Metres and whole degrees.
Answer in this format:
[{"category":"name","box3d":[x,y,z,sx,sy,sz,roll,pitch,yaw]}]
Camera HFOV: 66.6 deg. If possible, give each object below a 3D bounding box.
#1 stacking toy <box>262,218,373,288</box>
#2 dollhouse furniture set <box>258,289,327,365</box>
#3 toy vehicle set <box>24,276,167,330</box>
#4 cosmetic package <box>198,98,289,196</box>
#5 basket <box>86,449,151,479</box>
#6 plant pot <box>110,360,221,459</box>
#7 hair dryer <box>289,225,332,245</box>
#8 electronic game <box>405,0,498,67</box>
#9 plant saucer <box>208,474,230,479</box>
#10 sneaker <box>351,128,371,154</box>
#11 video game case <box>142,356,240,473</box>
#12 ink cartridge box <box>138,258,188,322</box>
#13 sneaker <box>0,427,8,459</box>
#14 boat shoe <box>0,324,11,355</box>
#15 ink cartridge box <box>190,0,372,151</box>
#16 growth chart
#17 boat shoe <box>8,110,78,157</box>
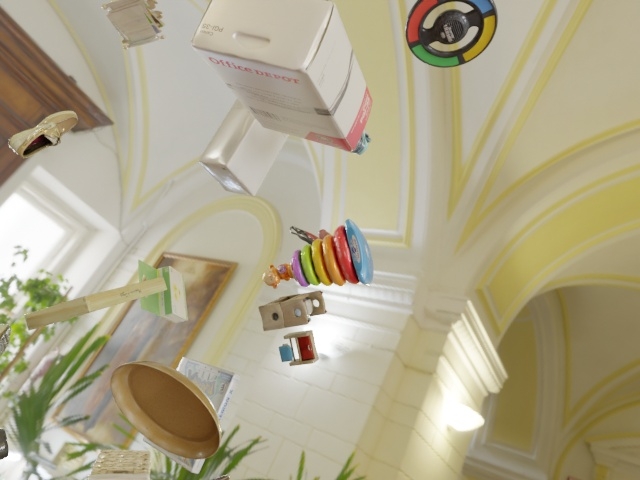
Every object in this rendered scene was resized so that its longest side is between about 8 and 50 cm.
[{"category":"stacking toy","box3d":[-0.019,0.065,1.314,0.301,0.175,0.166,-15,-13,12]},{"category":"dollhouse furniture set","box3d":[-0.055,0.236,1.253,0.128,0.184,0.129,-13,0,22]},{"category":"toy vehicle set","box3d":[-0.502,0.139,1.121,0.165,0.035,0.267,-17,0,18]},{"category":"cosmetic package","box3d":[-0.256,-0.367,1.779,0.155,0.366,0.197,15,-23,32]},{"category":"basket","box3d":[-0.394,0.505,0.951,0.113,0.167,0.103,8,13,-14]},{"category":"plant pot","box3d":[-0.278,0.306,0.893,0.236,0.032,0.236,12,-56,19]},{"category":"hair dryer","box3d":[0.000,0.000,1.948,0.224,0.080,0.293,50,13,1]},{"category":"electronic game","box3d":[0.332,-0.543,1.244,0.229,0.048,0.229,5,-35,3]},{"category":"plant saucer","box3d":[-0.431,0.819,1.538,0.310,0.050,0.310,-17,-19,-6]},{"category":"sneaker","box3d":[0.094,-0.336,1.547,0.122,0.283,0.110,31,-63,-13]},{"category":"video game case","box3d":[-0.422,0.545,1.574,0.329,0.300,0.036,-1,-31,46]},{"category":"ink cartridge box","box3d":[-0.518,0.167,1.614,0.056,0.171,0.235,-13,-22,4]},{"category":"sneaker","box3d":[-0.821,0.491,1.122,0.145,0.090,0.270,-5,-16,-41]},{"category":"boat shoe","box3d":[-0.694,0.228,0.967,0.073,0.080,0.223,9,13,-12]},{"category":"ink cartridge box","box3d":[-0.046,-0.275,0.816,0.207,0.117,0.283,20,-6,20]},{"category":"growth chart","box3d":[-0.584,-0.698,1.559,0.171,0.021,0.237,-15,-11,-5]},{"category":"boat shoe","box3d":[-0.532,-0.204,0.953,0.045,0.135,0.050,46,-19,16]}]
